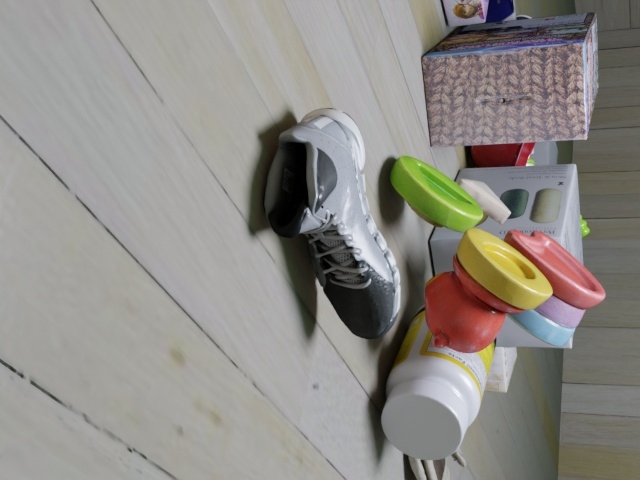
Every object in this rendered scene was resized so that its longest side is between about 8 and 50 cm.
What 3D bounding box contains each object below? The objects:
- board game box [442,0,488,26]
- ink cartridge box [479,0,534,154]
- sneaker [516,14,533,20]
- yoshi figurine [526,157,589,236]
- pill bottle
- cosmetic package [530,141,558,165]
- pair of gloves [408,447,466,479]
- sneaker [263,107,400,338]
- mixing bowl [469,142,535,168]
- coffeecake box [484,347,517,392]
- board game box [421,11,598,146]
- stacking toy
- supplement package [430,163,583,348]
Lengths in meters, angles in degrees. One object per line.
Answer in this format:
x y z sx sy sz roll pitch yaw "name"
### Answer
0.225 -0.570 1.395 0.318 0.066 0.317 62 34 -48 "board game box"
0.342 -0.351 1.640 0.175 0.069 0.370 -90 167 -49 "ink cartridge box"
0.453 -0.405 1.953 0.097 0.084 0.234 25 66 -65 "sneaker"
0.423 0.013 1.723 0.203 0.203 0.361 -36 120 -57 "yoshi figurine"
0.150 0.172 1.104 0.208 0.119 0.119 -55 139 -56 "pill bottle"
0.485 -0.141 2.003 0.127 0.107 0.237 52 45 -53 "cosmetic package"
0.173 0.283 1.268 0.240 0.042 0.204 -62 142 -54 "pair of gloves"
0.000 0.000 0.794 0.132 0.086 0.228 -33 110 -60 "sneaker"
0.332 -0.184 1.578 0.181 0.098 0.181 -56 160 -32 "mixing bowl"
0.311 0.160 1.587 0.142 0.068 0.185 -47 132 -61 "coffeecake box"
0.312 -0.260 1.381 0.291 0.232 0.141 -48 133 -59 "board game box"
0.199 0.032 1.131 0.309 0.279 0.130 10 121 -50 "stacking toy"
0.311 0.020 1.411 0.262 0.200 0.198 -57 140 -55 "supplement package"
